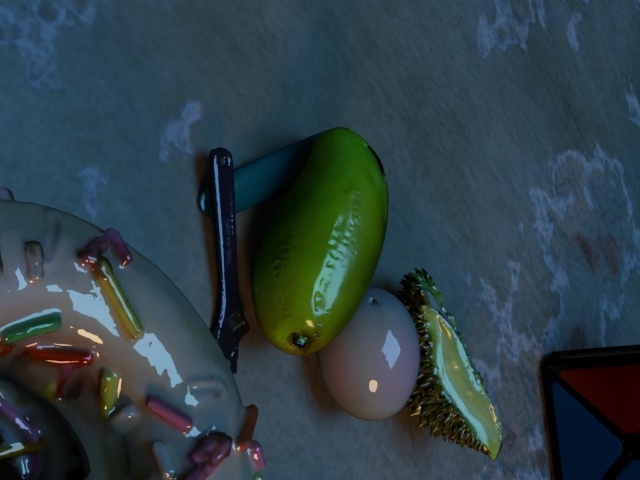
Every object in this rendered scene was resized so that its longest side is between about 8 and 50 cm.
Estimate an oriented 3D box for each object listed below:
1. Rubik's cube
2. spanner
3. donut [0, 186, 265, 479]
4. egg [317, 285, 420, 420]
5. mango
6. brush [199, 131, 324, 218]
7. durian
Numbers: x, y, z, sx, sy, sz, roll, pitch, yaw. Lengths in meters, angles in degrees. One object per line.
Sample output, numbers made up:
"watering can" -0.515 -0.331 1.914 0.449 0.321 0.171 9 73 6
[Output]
"Rubik's cube" 0.476 0.261 1.472 0.250 0.246 0.248 4 80 -52
"spanner" -0.088 0.018 0.980 0.046 0.012 0.208 -3 90 -49
"donut" -0.193 0.142 0.660 0.383 0.142 0.382 22 54 -34
"egg" 0.048 0.113 1.072 0.103 0.103 0.135 3 82 -52
"mango" 0.000 0.000 1.017 0.111 0.125 0.232 32 58 -37
"brush" -0.051 -0.064 1.049 0.193 0.032 0.043 -27 108 -39
"durian" 0.121 0.134 1.175 0.137 0.096 0.220 -94 164 -78
